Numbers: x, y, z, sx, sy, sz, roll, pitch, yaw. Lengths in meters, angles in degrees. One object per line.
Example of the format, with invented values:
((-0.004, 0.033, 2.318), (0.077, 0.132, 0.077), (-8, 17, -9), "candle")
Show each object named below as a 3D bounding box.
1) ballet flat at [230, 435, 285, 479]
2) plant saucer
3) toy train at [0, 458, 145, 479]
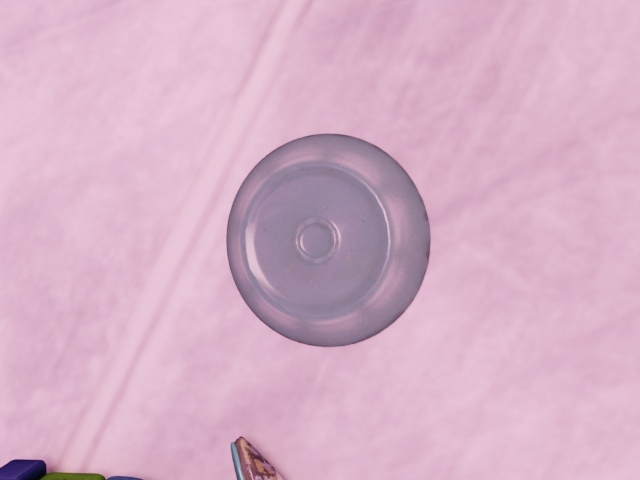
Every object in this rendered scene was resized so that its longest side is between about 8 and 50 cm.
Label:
((-0.023, 0.162, 0.621), (0.041, 0.041, 0.114), (-11, 87, 17), "ballet flat")
((0.000, 0.000, 0.618), (0.119, 0.021, 0.119), (0, 90, 17), "plant saucer")
((-0.122, 0.251, 0.623), (0.143, 0.105, 0.248), (1, 90, 4), "toy train")
